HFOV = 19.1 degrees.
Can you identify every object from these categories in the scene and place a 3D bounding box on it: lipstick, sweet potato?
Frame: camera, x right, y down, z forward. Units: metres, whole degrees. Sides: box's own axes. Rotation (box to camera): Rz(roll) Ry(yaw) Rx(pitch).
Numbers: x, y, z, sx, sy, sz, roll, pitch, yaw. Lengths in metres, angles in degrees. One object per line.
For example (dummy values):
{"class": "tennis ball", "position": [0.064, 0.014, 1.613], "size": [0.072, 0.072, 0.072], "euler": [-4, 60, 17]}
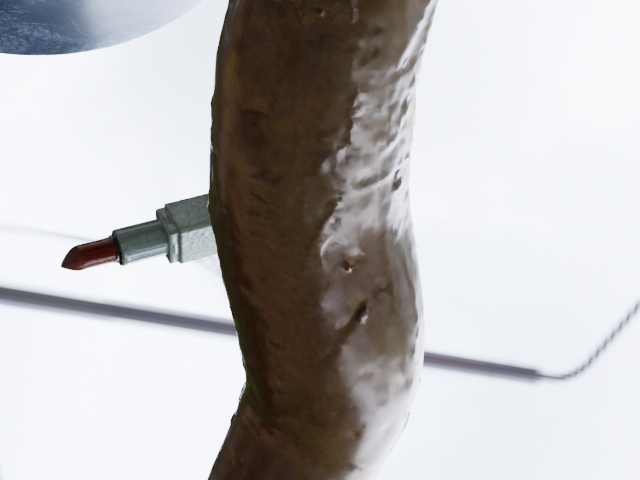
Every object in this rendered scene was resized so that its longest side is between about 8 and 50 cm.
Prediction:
{"class": "lipstick", "position": [-0.102, -0.002, 1.200], "size": [0.030, 0.129, 0.030], "euler": [93, -26, -43]}
{"class": "sweet potato", "position": [0.000, 0.000, 0.500], "size": [0.059, 0.067, 0.281], "euler": [17, -62, 25]}

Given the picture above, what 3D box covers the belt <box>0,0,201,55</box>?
{"class": "belt", "position": [-0.133, -0.166, 0.918], "size": [0.082, 0.190, 0.141], "euler": [93, -11, -69]}
